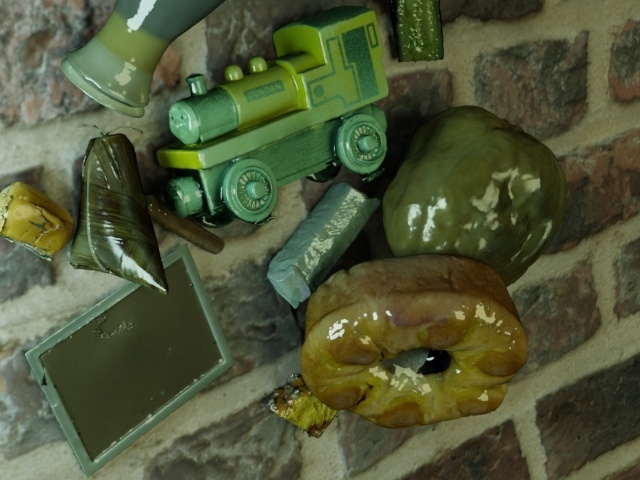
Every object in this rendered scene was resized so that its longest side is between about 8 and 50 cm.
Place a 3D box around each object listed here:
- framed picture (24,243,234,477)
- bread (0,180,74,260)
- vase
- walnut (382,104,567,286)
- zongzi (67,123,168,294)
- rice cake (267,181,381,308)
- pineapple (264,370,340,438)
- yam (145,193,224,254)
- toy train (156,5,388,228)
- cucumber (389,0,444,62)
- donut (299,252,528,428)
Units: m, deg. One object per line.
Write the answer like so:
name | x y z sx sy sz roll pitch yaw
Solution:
framed picture | -0.251 0.160 1.735 0.273 0.016 0.216 -36 123 -29
bread | -0.353 -0.024 1.570 0.106 0.053 0.072 36 81 -47
vase | -0.176 -0.307 1.522 0.173 0.173 0.321 20 111 -43
walnut | 0.230 -0.058 1.936 0.253 0.282 0.277 26 91 1
zongzi | -0.233 -0.041 1.581 0.084 0.184 0.187 -3 104 -43
rice cake | 0.000 0.000 1.882 0.069 0.063 0.206 47 69 -32
pineapple | -0.021 0.247 1.939 0.137 0.069 0.116 -15 117 -29
yam | -0.186 -0.020 1.733 0.145 0.032 0.032 34 79 -43
toy train | -0.066 -0.160 1.733 0.369 0.150 0.237 -25 109 -35
cucumber | 0.137 -0.370 1.911 0.078 0.062 0.211 -10 118 -4
donut | 0.133 0.143 1.831 0.317 0.299 0.150 19 47 -20
